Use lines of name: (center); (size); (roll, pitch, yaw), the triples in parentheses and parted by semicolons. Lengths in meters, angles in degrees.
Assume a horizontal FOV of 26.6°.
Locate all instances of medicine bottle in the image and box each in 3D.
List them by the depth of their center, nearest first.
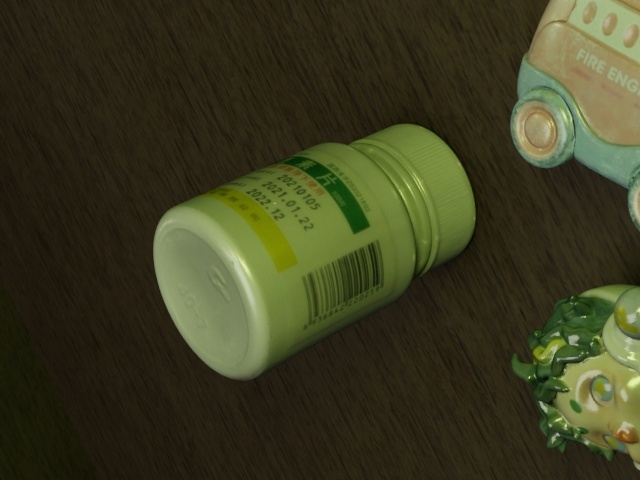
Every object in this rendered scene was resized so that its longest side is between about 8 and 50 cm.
medicine bottle: (0.000, 0.000, 1.551); (0.208, 0.339, 0.208); (33, 136, 38)

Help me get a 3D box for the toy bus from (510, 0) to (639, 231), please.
toy bus: (0.320, -0.148, 1.162); (0.294, 0.197, 0.232); (38, 129, 36)

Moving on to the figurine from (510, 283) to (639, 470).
figurine: (0.356, 0.158, 1.306); (0.382, 0.186, 0.261); (18, 122, 47)
